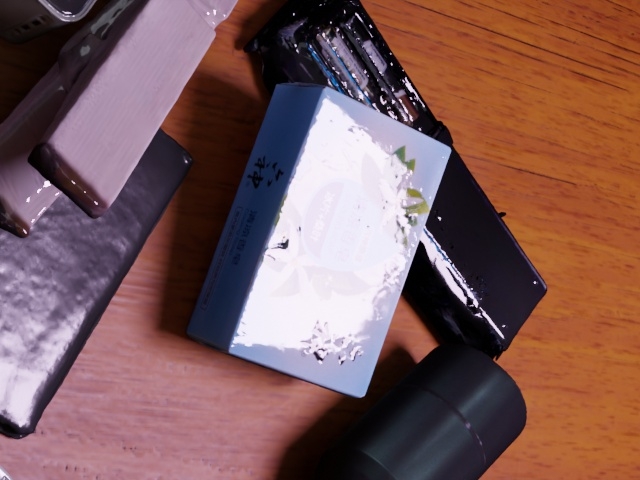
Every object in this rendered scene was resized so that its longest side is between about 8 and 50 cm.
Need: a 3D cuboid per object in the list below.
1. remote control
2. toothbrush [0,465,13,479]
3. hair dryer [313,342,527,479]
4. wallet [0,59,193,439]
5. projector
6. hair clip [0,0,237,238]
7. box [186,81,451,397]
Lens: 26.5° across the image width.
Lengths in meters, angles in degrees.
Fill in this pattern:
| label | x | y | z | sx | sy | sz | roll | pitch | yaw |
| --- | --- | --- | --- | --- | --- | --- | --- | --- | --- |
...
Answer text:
| label | x | y | z | sx | sy | sz | roll | pitch | yaw |
| --- | --- | --- | --- | --- | --- | --- | --- | --- | --- |
| remote control | 0.087 | -0.060 | 1.271 | 0.399 | 0.062 | 0.144 | 53 | 56 | -21 |
| toothbrush | -0.312 | 0.079 | 0.937 | 0.304 | 0.030 | 0.030 | 53 | 55 | -22 |
| hair dryer | 0.102 | 0.281 | 1.224 | 0.244 | 0.116 | 0.302 | -39 | 116 | -34 |
| wallet | -0.206 | -0.001 | 1.039 | 0.146 | 0.030 | 0.285 | 45 | 57 | -31 |
| projector | -0.215 | -0.205 | 1.022 | 0.083 | 0.082 | 0.083 | 44 | 59 | -29 |
| hair clip | -0.146 | -0.140 | 1.034 | 0.085 | 0.101 | 0.330 | 45 | 48 | -21 |
| box | 0.000 | 0.000 | 1.139 | 0.143 | 0.083 | 0.232 | 23 | 84 | -33 |
